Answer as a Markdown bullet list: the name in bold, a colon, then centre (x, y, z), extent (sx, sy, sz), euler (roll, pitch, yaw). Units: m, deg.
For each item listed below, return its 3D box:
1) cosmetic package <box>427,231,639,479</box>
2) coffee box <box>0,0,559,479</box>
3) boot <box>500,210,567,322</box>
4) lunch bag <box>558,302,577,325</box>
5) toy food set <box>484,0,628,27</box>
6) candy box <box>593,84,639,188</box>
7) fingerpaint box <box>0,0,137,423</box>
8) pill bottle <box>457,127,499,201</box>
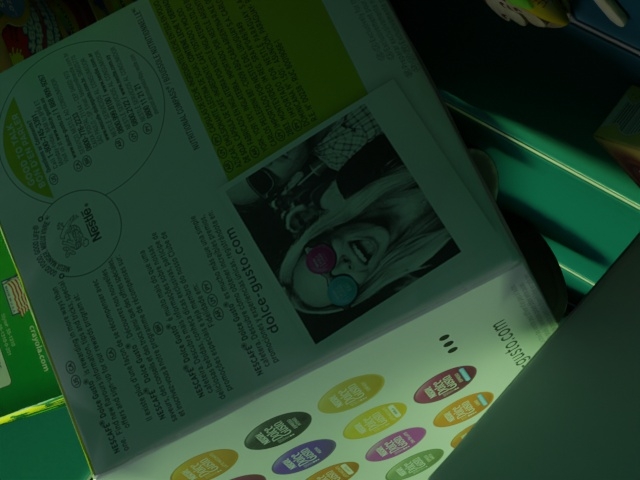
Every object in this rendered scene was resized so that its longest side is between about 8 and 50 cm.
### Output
- **cosmetic package**: centre (0.316, 0.236, 1.478), extent (0.329, 0.327, 0.394), euler (33, 158, 27)
- **coffee box**: centre (-0.031, 0.013, 1.516), extent (0.338, 0.334, 0.337), euler (65, -175, 26)
- **boot**: centre (0.147, 0.082, 2.029), extent (0.264, 0.096, 0.280), euler (33, 146, 30)
- **lunch bag**: centre (0.270, 0.120, 2.122), extent (0.151, 0.096, 0.129), euler (6, -166, -38)
- **toy food set**: centre (0.108, -0.178, 1.300), extent (0.132, 0.038, 0.192), euler (42, 171, -31)
- **candy box**: centre (0.281, -0.038, 1.312), extent (0.109, 0.053, 0.186), euler (43, 169, -33)
- **fingerpaint box**: centre (-0.270, -0.064, 1.936), extent (0.371, 0.163, 0.445), euler (-8, -102, -67)
- **pill bottle**: centre (0.058, -0.074, 1.808), extent (0.219, 0.123, 0.123), euler (29, 169, 46)
